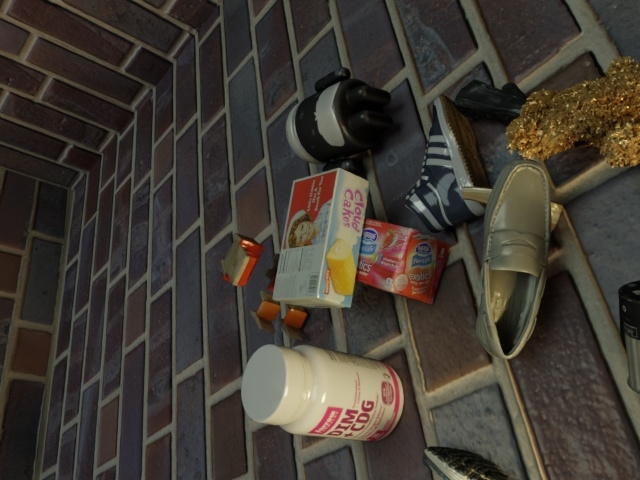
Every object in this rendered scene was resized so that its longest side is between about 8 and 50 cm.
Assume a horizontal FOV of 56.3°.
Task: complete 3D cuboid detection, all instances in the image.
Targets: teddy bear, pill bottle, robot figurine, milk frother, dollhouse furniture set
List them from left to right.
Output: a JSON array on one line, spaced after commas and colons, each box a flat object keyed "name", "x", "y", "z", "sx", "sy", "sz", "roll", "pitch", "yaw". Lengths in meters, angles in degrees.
[{"name": "dollhouse furniture set", "x": -0.084, "y": 0.082, "z": 1.340, "sx": 0.261, "sy": 0.259, "sz": 0.135, "roll": -63, "pitch": 28, "yaw": 11}, {"name": "pill bottle", "x": 0.006, "y": 0.283, "z": 1.115, "sx": 0.160, "sy": 0.283, "sz": 0.160, "roll": -25, "pitch": 56, "yaw": 43}, {"name": "robot figurine", "x": 0.043, "y": -0.280, "z": 1.424, "sx": 0.278, "sy": 0.173, "sz": 0.209, "roll": -12, "pitch": 42, "yaw": 48}, {"name": "teddy bear", "x": 0.441, "y": -0.198, "z": 0.879, "sx": 0.245, "sy": 0.113, "sz": 0.338, "roll": -34, "pitch": 28, "yaw": -25}, {"name": "milk frother", "x": 0.471, "y": 0.115, "z": 0.782, "sx": 0.143, "sy": 0.129, "sz": 0.134, "roll": -7, "pitch": 105, "yaw": 20}]

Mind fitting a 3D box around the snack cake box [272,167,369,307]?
[{"name": "snack cake box", "x": 0.000, "y": 0.000, "z": 1.208, "sx": 0.152, "sy": 0.089, "sz": 0.264, "roll": -9, "pitch": 67, "yaw": 52}]

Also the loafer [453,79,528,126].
[{"name": "loafer", "x": 0.347, "y": -0.256, "z": 1.110, "sx": 0.223, "sy": 0.076, "sz": 0.078, "roll": 32, "pitch": 91, "yaw": 48}]

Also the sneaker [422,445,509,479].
[{"name": "sneaker", "x": 0.247, "y": 0.418, "z": 0.904, "sx": 0.283, "sy": 0.110, "sz": 0.122, "roll": 28, "pitch": 99, "yaw": 53}]

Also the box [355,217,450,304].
[{"name": "box", "x": 0.120, "y": 0.030, "z": 1.222, "sx": 0.257, "sy": 0.123, "sz": 0.128, "roll": 16, "pitch": 88, "yaw": 53}]

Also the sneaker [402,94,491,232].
[{"name": "sneaker", "x": 0.232, "y": -0.148, "z": 1.186, "sx": 0.153, "sy": 0.099, "sz": 0.282, "roll": -33, "pitch": 53, "yaw": 36}]

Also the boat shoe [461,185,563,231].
[{"name": "boat shoe", "x": 0.320, "y": -0.054, "z": 1.023, "sx": 0.170, "sy": 0.063, "sz": 0.059, "roll": 15, "pitch": 99, "yaw": 23}]

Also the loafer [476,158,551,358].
[{"name": "loafer", "x": 0.311, "y": 0.030, "z": 0.944, "sx": 0.111, "sy": 0.112, "sz": 0.319, "roll": -41, "pitch": -45, "yaw": -82}]
